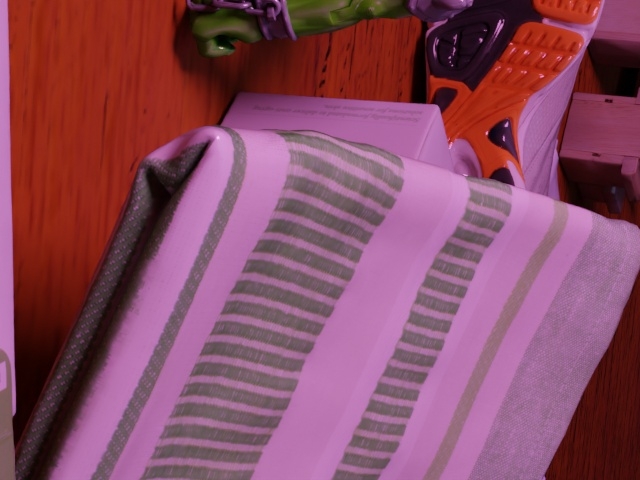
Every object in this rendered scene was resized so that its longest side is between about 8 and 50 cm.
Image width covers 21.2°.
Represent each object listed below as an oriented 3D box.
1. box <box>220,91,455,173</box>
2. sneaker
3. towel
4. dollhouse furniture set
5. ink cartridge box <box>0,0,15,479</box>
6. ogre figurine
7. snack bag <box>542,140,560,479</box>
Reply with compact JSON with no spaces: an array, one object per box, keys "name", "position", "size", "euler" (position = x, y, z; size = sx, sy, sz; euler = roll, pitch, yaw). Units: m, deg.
[{"name":"box","position":[0.000,0.000,0.753],"size":[0.087,0.101,0.102],"euler":[72,32,-46]},{"name":"sneaker","position":[0.106,-0.076,1.029],"size":[0.121,0.099,0.262],"euler":[46,63,-74]},{"name":"towel","position":[0.006,0.085,0.677],"size":[0.325,0.038,0.248],"euler":[13,103,-53]},{"name":"dollhouse furniture set","position":[0.352,-0.113,1.512],"size":[0.355,0.174,0.303],"euler":[55,47,-60]},{"name":"ink cartridge box","position":[-0.137,0.015,0.463],"size":[0.109,0.062,0.209],"euler":[-32,127,-63]},{"name":"ogre figurine","position":[0.027,-0.152,0.749],"size":[0.197,0.118,0.097],"euler":[-51,142,-54]},{"name":"snack bag","position":[0.134,0.140,1.184],"size":[0.323,0.037,0.342],"euler":[66,37,-64]}]
